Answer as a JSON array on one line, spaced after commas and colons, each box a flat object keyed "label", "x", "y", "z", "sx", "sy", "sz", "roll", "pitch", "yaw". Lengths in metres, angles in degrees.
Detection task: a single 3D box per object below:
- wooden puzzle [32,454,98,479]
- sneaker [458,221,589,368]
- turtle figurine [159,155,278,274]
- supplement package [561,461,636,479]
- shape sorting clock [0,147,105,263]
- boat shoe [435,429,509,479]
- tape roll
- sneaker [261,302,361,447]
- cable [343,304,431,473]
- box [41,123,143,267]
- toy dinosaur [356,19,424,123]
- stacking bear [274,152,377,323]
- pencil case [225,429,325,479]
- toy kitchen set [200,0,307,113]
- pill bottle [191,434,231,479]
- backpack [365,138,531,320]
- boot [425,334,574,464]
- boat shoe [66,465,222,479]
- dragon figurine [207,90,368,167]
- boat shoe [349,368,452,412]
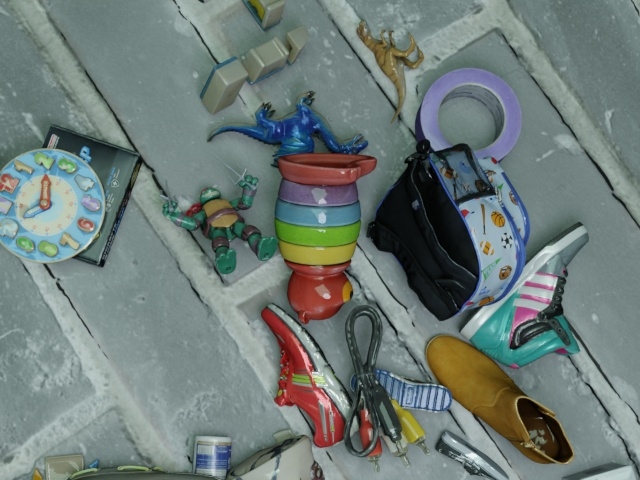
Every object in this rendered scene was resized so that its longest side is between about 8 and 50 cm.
[{"label": "wooden puzzle", "x": -0.451, "y": 0.416, "z": 1.864, "sx": 0.116, "sy": 0.014, "sz": 0.079, "roll": 2, "pitch": 85, "yaw": -2}, {"label": "sneaker", "x": 0.412, "y": 0.121, "z": 1.889, "sx": 0.295, "sy": 0.124, "sz": 0.178, "roll": -44, "pitch": 81, "yaw": -1}, {"label": "turtle figurine", "x": -0.176, "y": -0.046, "z": 1.878, "sx": 0.175, "sy": 0.118, "sz": 0.234, "roll": -32, "pitch": 52, "yaw": -5}, {"label": "supplement package", "x": 0.509, "y": 0.490, "z": 1.846, "sx": 0.105, "sy": 0.105, "sz": 0.179, "roll": -15, "pitch": 82, "yaw": -5}, {"label": "shape sorting clock", "x": -0.485, "y": -0.062, "z": 1.871, "sx": 0.206, "sy": 0.040, "sz": 0.206, "roll": 0, "pitch": 81, "yaw": 0}, {"label": "boat shoe", "x": 0.269, "y": 0.394, "z": 1.884, "sx": 0.142, "sy": 0.049, "sz": 0.040, "roll": 35, "pitch": 100, "yaw": 5}, {"label": "tape roll", "x": 0.273, "y": -0.218, "z": 1.962, "sx": 0.189, "sy": 0.080, "sz": 0.189, "roll": 0, "pitch": 82, "yaw": -2}, {"label": "sneaker", "x": -0.039, "y": 0.241, "z": 1.865, "sx": 0.118, "sy": 0.107, "sz": 0.279, "roll": -31, "pitch": 83, "yaw": -2}, {"label": "cable", "x": 0.082, "y": 0.262, "z": 1.833, "sx": 0.139, "sy": 0.072, "sz": 0.287, "roll": -18, "pitch": 72, "yaw": -5}, {"label": "box", "x": -0.443, "y": -0.081, "z": 1.922, "sx": 0.175, "sy": 0.051, "sz": 0.220, "roll": 19, "pitch": 81, "yaw": 1}, {"label": "toy dinosaur", "x": 0.141, "y": -0.328, "z": 1.992, "sx": 0.112, "sy": 0.064, "sz": 0.212, "roll": -30, "pitch": 74, "yaw": 11}, {"label": "stacking bear", "x": 0.000, "y": 0.000, "z": 1.855, "sx": 0.164, "sy": 0.175, "sz": 0.289, "roll": 6, "pitch": 104, "yaw": 17}, {"label": "pencil case", "x": -0.001, "y": 0.524, "z": 1.794, "sx": 0.160, "sy": 0.183, "sz": 0.410, "roll": -33, "pitch": 83, "yaw": 21}, {"label": "toy kitchen set", "x": -0.152, "y": -0.367, "z": 1.967, "sx": 0.207, "sy": 0.122, "sz": 0.166, "roll": -31, "pitch": 83, "yaw": -27}, {"label": "pill bottle", "x": -0.191, "y": 0.402, "z": 1.849, "sx": 0.067, "sy": 0.067, "sz": 0.120, "roll": 3, "pitch": 81, "yaw": -2}, {"label": "backpack", "x": 0.234, "y": -0.006, "z": 1.830, "sx": 0.213, "sy": 0.276, "sz": 0.263, "roll": -10, "pitch": 64, "yaw": -22}, {"label": "boot", "x": 0.311, "y": 0.266, "z": 1.819, "sx": 0.295, "sy": 0.211, "sz": 0.104, "roll": 45, "pitch": 81, "yaw": 5}, {"label": "boat shoe", "x": -0.302, "y": 0.428, "z": 1.793, "sx": 0.305, "sy": 0.091, "sz": 0.109, "roll": -7, "pitch": 121, "yaw": 7}, {"label": "dragon figurine", "x": -0.057, "y": -0.182, "z": 1.938, "sx": 0.289, "sy": 0.085, "sz": 0.144, "roll": -15, "pitch": 82, "yaw": -6}, {"label": "boat shoe", "x": 0.141, "y": 0.273, "z": 1.884, "sx": 0.183, "sy": 0.066, "sz": 0.066, "roll": 14, "pitch": 82, "yaw": 5}]
